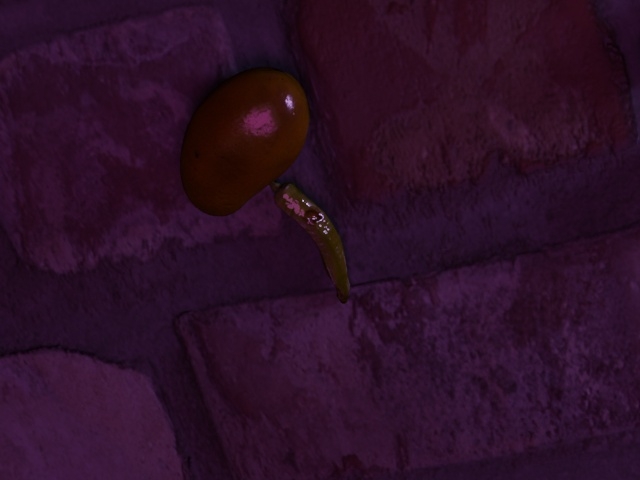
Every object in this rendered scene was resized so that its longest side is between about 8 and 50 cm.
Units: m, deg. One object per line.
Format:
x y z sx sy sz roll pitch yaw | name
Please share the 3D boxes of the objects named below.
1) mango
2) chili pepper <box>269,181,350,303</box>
-0.099 -0.116 1.961 0.136 0.099 0.227 23 129 -17 | mango
0.001 0.000 2.051 0.049 0.043 0.208 -30 116 6 | chili pepper
